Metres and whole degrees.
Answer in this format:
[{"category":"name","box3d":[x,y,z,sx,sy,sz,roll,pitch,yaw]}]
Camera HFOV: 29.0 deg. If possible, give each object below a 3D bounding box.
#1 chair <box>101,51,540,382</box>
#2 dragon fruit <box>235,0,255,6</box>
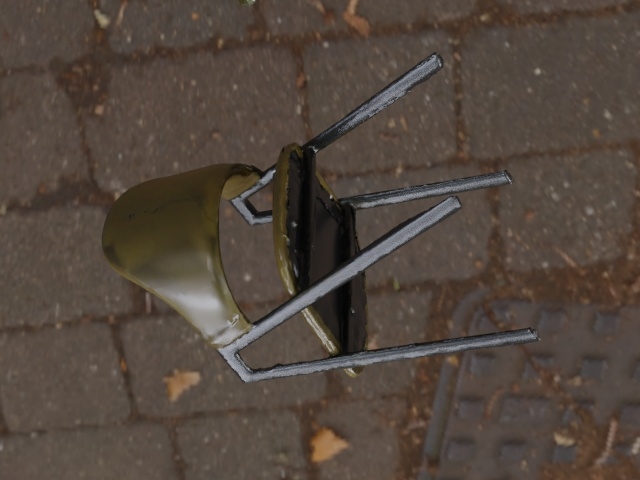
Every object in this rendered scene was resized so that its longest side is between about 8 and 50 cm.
[{"category":"chair","box3d":[0.000,0.000,0.855,0.246,0.159,0.172,-22,131,20]},{"category":"dragon fruit","box3d":[-0.077,-0.160,0.270,0.274,0.192,0.193,-18,138,-34]}]
